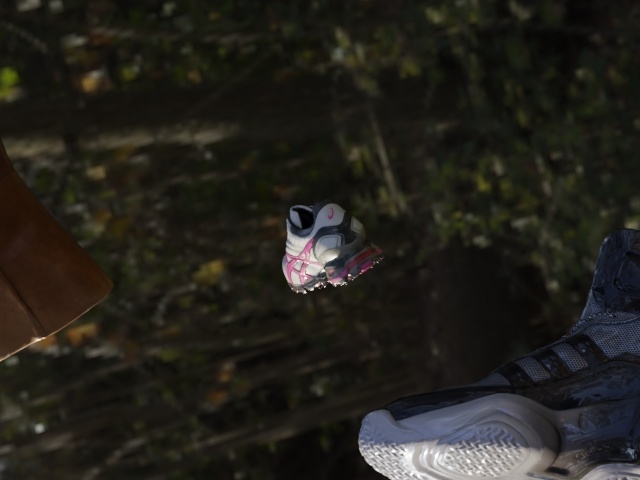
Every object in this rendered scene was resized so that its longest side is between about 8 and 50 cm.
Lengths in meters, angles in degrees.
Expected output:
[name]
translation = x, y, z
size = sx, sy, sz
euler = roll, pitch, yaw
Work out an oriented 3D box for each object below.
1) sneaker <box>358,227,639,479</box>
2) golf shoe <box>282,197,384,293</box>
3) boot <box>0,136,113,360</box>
[sneaker]
translation = 0.159, 0.081, 1.053
size = 0.101, 0.269, 0.153
euler = 66, -157, -51
[golf shoe]
translation = 0.000, 0.000, 1.591
size = 0.086, 0.067, 0.186
euler = 57, 160, -4
[boot]
translation = -0.371, -0.002, 1.525
size = 0.280, 0.264, 0.096
euler = 58, -172, -29
